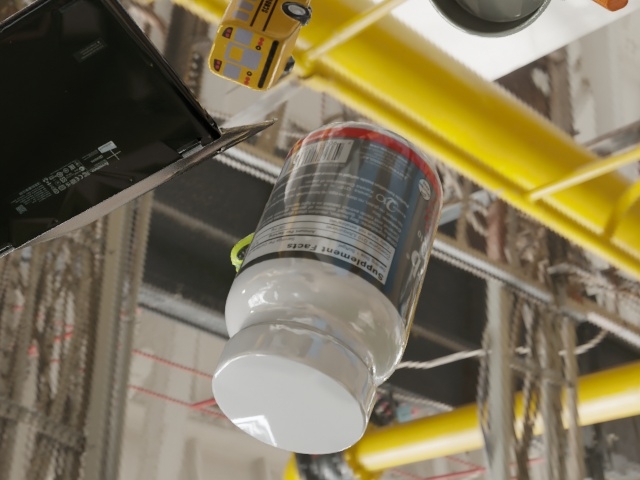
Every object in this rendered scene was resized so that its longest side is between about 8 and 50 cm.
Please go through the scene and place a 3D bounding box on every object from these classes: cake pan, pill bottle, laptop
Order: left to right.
[{"bbox_3d":[-0.318,-0.153,1.417,0.408,0.381,0.236,52,-160,-35],"label":"laptop"},{"bbox_3d":[0.011,0.049,1.242,0.210,0.210,0.363,43,-137,-24],"label":"pill bottle"},{"bbox_3d":[0.311,-0.518,1.949,0.054,0.293,0.293,-30,-85,-48],"label":"cake pan"}]

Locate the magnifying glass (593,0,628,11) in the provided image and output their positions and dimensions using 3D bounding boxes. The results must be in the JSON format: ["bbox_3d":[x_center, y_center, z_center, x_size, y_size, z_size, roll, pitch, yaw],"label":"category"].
[{"bbox_3d":[0.339,-0.335,1.393,0.231,0.092,0.026,-111,0,-64],"label":"magnifying glass"}]

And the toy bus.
[{"bbox_3d":[-0.081,-0.379,1.762,0.130,0.108,0.333,19,-140,-5],"label":"toy bus"}]

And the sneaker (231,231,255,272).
[{"bbox_3d":[0.000,0.000,1.608,0.295,0.123,0.110,-19,-80,-24],"label":"sneaker"}]
